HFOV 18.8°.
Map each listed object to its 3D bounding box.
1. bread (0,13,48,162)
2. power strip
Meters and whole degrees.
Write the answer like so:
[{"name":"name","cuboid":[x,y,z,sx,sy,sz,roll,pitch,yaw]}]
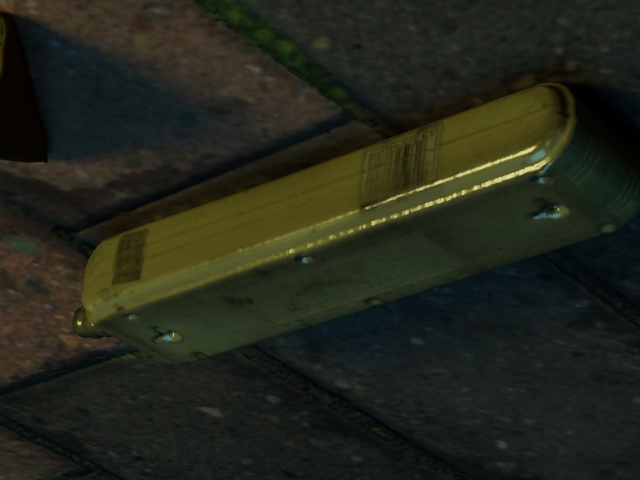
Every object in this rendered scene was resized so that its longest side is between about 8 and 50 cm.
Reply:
[{"name":"bread","cuboid":[-0.192,-0.050,1.019,0.074,0.084,0.139,6,150,4]},{"name":"power strip","cuboid":[0.000,0.000,1.077,0.387,0.066,0.092,-19,141,36]}]
